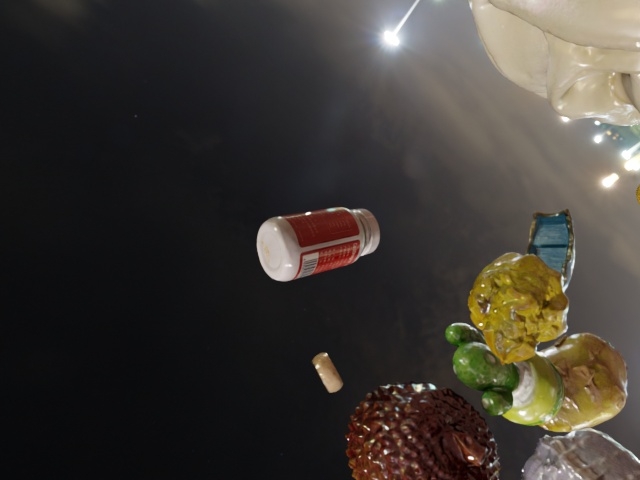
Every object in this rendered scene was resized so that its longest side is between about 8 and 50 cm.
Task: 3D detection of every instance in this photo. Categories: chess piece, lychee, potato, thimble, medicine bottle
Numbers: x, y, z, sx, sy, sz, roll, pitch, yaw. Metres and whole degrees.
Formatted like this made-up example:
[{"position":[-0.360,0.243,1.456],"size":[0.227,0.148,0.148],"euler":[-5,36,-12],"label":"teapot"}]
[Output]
[{"position":[0.015,0.278,0.883],"size":[0.038,0.084,0.084],"euler":[-31,-110,-10],"label":"chess piece"},{"position":[0.210,0.451,0.886],"size":[0.306,0.330,0.306],"euler":[17,-128,-24],"label":"lychee"},{"position":[0.698,0.410,1.184],"size":[0.196,0.300,0.246],"euler":[3,-137,-47],"label":"potato"},{"position":[0.438,0.433,0.677],"size":[0.205,0.236,0.172],"euler":[-25,-149,-10],"label":"thimble"},{"position":[0.000,0.000,0.887],"size":[0.250,0.131,0.131],"euler":[-12,-120,-37],"label":"medicine bottle"}]

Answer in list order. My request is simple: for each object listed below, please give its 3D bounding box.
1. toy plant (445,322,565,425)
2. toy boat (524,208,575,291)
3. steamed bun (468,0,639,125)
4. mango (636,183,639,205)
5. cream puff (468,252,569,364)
[{"position":[0.433,0.332,1.022],"size":[0.315,0.184,0.224],"euler":[27,-144,-25],"label":"toy plant"},{"position":[0.377,0.033,0.703],"size":[0.077,0.075,0.186],"euler":[34,-112,-37],"label":"toy boat"},{"position":[0.311,-0.211,0.399],"size":[0.309,0.220,0.324],"euler":[4,-174,-41],"label":"steamed bun"},{"position":[0.953,-0.125,1.130],"size":[0.194,0.130,0.092],"euler":[-9,-168,-8],"label":"mango"},{"position":[0.276,0.098,0.605],"size":[0.116,0.146,0.146],"euler":[-24,-110,-46],"label":"cream puff"}]
